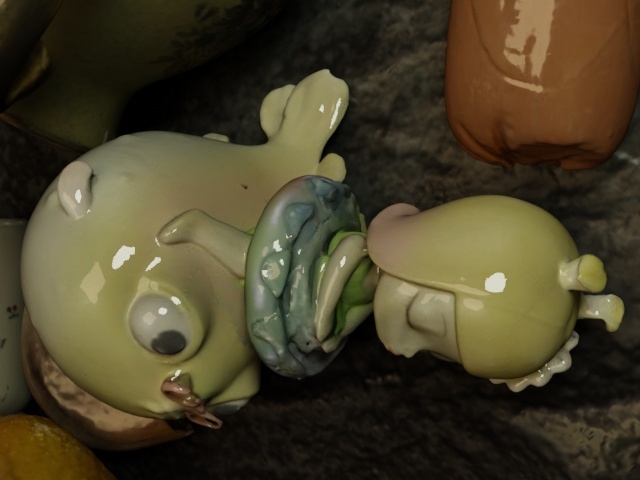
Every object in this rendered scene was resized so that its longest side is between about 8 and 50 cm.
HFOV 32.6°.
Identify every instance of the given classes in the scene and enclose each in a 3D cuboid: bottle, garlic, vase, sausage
[{"bbox_3d":[-0.296,0.097,0.926,0.109,0.110,0.233,0,91,31],"label":"bottle"},{"bbox_3d":[-0.185,0.095,0.879,0.101,0.087,0.196,-35,70,12],"label":"garlic"},{"bbox_3d":[-0.157,-0.181,0.717,0.241,0.329,0.302,38,113,-10],"label":"vase"},{"bbox_3d":[0.146,-0.192,0.652,0.121,0.121,0.304,12,99,30],"label":"sausage"}]

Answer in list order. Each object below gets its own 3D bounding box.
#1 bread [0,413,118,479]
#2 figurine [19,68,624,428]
[{"bbox_3d":[-0.221,0.315,0.844,0.337,0.148,0.328,43,122,6],"label":"bread"},{"bbox_3d":[0.000,0.000,0.730,0.394,0.227,0.275,5,65,25],"label":"figurine"}]
